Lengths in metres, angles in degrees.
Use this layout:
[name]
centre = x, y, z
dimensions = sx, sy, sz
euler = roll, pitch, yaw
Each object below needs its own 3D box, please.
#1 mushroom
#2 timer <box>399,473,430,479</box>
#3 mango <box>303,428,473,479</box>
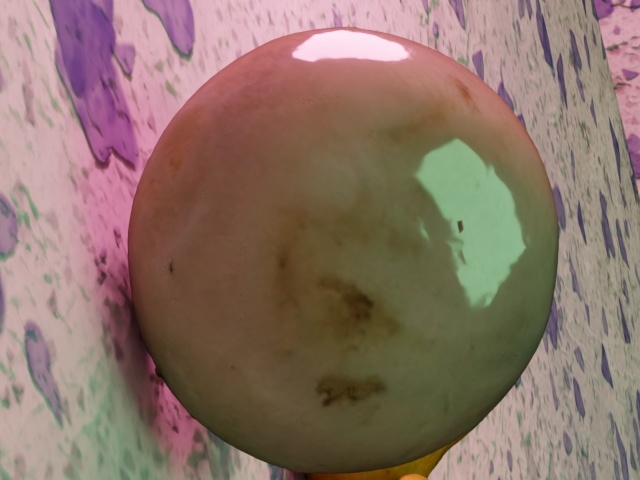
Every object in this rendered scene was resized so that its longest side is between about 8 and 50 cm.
[mushroom]
centre = 0.000, 0.000, 0.943
dimensions = 0.215, 0.207, 0.207
euler = 26, -47, 66
[timer]
centre = 0.174, 0.321, 1.013
dimensions = 0.387, 0.376, 0.376
euler = 54, 29, -36
[mango]
centre = 0.057, 0.035, 1.164
dimensions = 0.295, 0.120, 0.177
euler = -76, 152, -54
